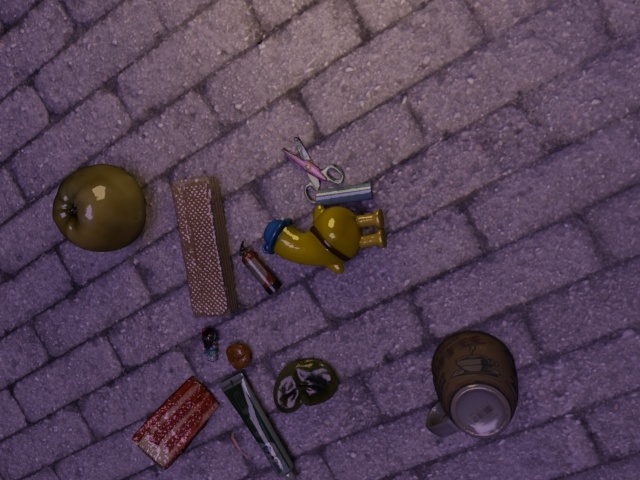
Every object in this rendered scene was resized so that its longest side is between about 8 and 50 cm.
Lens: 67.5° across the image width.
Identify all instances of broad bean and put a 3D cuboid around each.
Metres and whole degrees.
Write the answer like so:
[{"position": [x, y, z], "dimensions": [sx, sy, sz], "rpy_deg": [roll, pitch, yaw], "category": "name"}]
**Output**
[{"position": [-0.049, 0.439, 1.462], "dimensions": [0.206, 0.072, 0.153], "rpy_deg": [-30, 93, 5], "category": "broad bean"}]

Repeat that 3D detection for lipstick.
[{"position": [0.065, -0.127, 1.340], "dimensions": [0.157, 0.048, 0.048], "rpy_deg": [-7, 97, 9], "category": "lipstick"}]

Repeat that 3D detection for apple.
[{"position": [-0.660, -0.097, 1.437], "dimensions": [0.262, 0.262, 0.262], "rpy_deg": [2, 99, 13], "category": "apple"}]

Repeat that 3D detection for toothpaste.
[{"position": [-0.185, 0.602, 1.519], "dimensions": [0.098, 0.061, 0.392], "rpy_deg": [-33, 87, 16], "category": "toothpaste"}]

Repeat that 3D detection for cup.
[{"position": [0.376, 0.410, 1.252], "dimensions": [0.227, 0.257, 0.301], "rpy_deg": [39, 107, 8], "category": "cup"}]

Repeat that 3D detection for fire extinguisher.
[{"position": [-0.188, 0.081, 1.440], "dimensions": [0.177, 0.050, 0.062], "rpy_deg": [50, 132, 2], "category": "fire extinguisher"}]

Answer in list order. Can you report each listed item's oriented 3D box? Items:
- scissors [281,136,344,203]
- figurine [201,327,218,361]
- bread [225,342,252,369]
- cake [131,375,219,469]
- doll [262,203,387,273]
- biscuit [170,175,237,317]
[{"position": [-0.031, -0.210, 1.371], "dimensions": [0.133, 0.020, 0.187], "rpy_deg": [-41, 90, 13], "category": "scissors"}, {"position": [-0.352, 0.332, 1.525], "dimensions": [0.060, 0.047, 0.106], "rpy_deg": [15, 114, 48], "category": "figurine"}, {"position": [-0.255, 0.362, 1.503], "dimensions": [0.081, 0.046, 0.083], "rpy_deg": [-1, 100, 16], "category": "bread"}, {"position": [-0.463, 0.598, 1.590], "dimensions": [0.158, 0.160, 0.262], "rpy_deg": [43, 71, 4], "category": "cake"}, {"position": [0.000, 0.000, 1.336], "dimensions": [0.362, 0.145, 0.200], "rpy_deg": [-9, 88, 19], "category": "doll"}, {"position": [-0.353, 0.021, 1.456], "dimensions": [0.144, 0.078, 0.426], "rpy_deg": [-5, 97, 15], "category": "biscuit"}]
